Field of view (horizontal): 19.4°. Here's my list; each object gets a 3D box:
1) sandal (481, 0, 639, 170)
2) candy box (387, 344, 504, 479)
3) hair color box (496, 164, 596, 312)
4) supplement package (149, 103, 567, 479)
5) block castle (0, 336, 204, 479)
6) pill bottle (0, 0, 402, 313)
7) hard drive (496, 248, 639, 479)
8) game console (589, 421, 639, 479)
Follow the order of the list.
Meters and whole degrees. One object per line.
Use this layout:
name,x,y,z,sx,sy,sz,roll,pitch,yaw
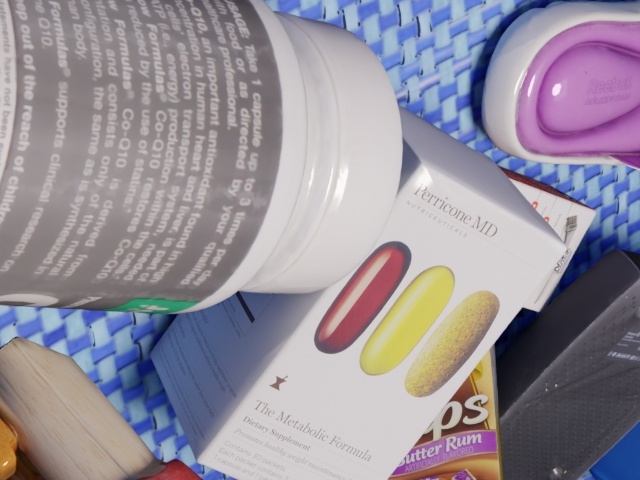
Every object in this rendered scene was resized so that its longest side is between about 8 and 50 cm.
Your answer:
sandal,0.299,-0.118,1.469,0.416,0.102,0.169,-15,123,-35
candy box,0.081,0.137,1.425,0.109,0.053,0.187,-2,124,9
hair color box,0.125,-0.009,1.416,0.167,0.053,0.093,18,103,-45
supplement package,0.020,0.041,1.244,0.139,0.134,0.244,27,107,-32
block castle,-0.260,0.283,1.012,0.453,0.213,0.303,-38,171,-24
pill bottle,-0.138,-0.063,1.044,0.361,0.204,0.204,5,110,-42
hard drive,0.212,0.109,1.510,0.172,0.054,0.255,10,128,-44
game console,0.428,0.178,1.621,0.250,0.293,0.173,-4,118,-41
